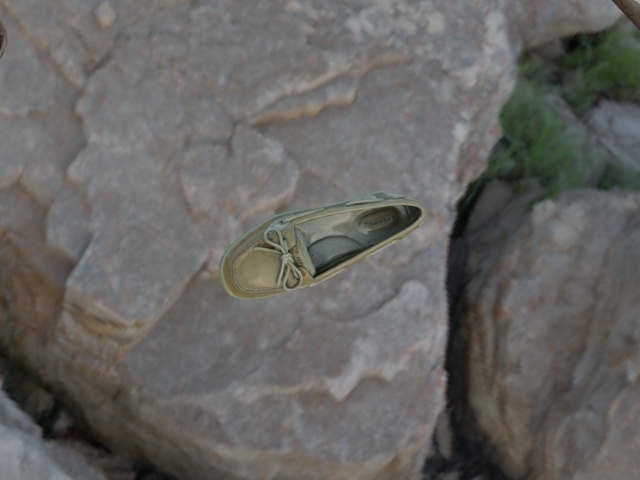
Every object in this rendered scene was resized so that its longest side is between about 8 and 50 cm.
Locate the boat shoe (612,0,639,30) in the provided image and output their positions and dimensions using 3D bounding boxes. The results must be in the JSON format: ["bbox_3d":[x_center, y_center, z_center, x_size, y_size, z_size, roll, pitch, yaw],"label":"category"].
[{"bbox_3d":[0.178,-0.112,0.584,0.190,0.072,0.068,51,19,18],"label":"boat shoe"}]

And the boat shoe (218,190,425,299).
[{"bbox_3d":[0.001,0.002,0.933,0.153,0.048,0.056,-17,94,-15],"label":"boat shoe"}]

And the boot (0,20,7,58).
[{"bbox_3d":[-0.227,-0.037,0.597,0.109,0.220,0.283,46,17,1],"label":"boot"}]
